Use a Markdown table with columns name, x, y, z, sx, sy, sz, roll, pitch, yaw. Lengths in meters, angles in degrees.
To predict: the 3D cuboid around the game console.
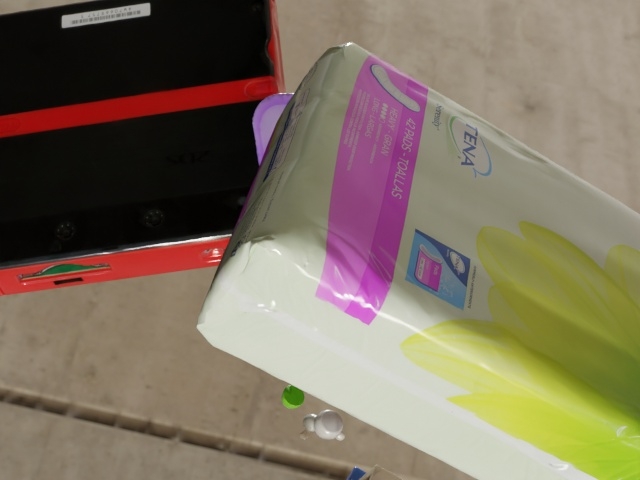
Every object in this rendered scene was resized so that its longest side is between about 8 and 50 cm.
| name | x | y | z | sx | sy | sz | roll | pitch | yaw |
| --- | --- | --- | --- | --- | --- | --- | --- | --- | --- |
| game console | -0.227 | -0.120 | 1.203 | 0.060 | 0.386 | 0.342 | 77 | 6 | -64 |

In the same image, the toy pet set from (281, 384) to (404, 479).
| name | x | y | z | sx | sy | sz | roll | pitch | yaw |
| --- | --- | --- | --- | --- | --- | --- | --- | --- | --- |
| toy pet set | 0.005 | 0.157 | 0.716 | 0.065 | 0.114 | 0.122 | -52 | -171 | 48 |

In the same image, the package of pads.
| name | x | y | z | sx | sy | sz | roll | pitch | yaw |
| --- | --- | --- | --- | --- | --- | --- | --- | --- | --- |
| package of pads | 0.093 | 0.024 | 0.677 | 0.101 | 0.296 | 0.229 | -53 | -167 | 37 |

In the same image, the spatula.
| name | x | y | z | sx | sy | sz | roll | pitch | yaw |
| --- | --- | --- | --- | --- | --- | --- | --- | --- | --- |
| spatula | 0.000 | 0.000 | 1.027 | 0.030 | 0.084 | 0.297 | -38 | -117 | 54 |
